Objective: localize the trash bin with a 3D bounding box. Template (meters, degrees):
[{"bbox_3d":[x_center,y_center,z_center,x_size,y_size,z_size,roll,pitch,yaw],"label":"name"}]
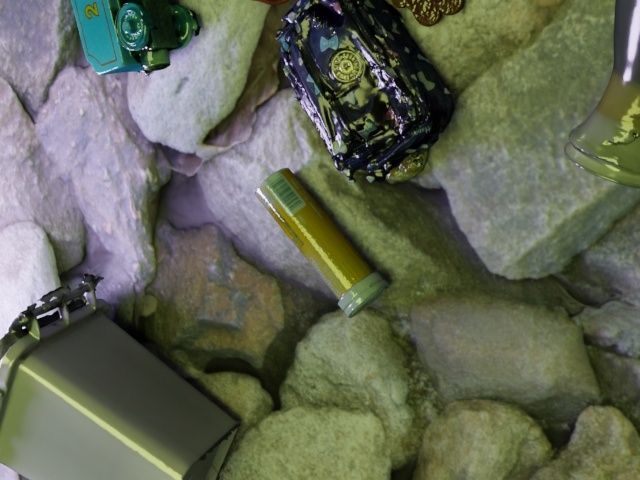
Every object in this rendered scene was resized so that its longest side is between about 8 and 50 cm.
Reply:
[{"bbox_3d":[-0.327,0.269,1.353,0.367,0.256,0.296,30,114,14],"label":"trash bin"}]

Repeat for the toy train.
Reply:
[{"bbox_3d":[-0.275,-0.337,1.241,0.163,0.112,0.203,-8,96,37],"label":"toy train"}]

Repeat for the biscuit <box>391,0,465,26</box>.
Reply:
[{"bbox_3d":[0.118,-0.349,1.056,0.124,0.026,0.175,-21,91,34],"label":"biscuit"}]

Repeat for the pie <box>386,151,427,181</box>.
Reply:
[{"bbox_3d":[0.100,-0.116,1.129,0.085,0.017,0.085,8,106,30],"label":"pie"}]

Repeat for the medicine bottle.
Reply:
[{"bbox_3d":[0.000,0.000,1.187,0.218,0.074,0.074,51,121,12],"label":"medicine bottle"}]

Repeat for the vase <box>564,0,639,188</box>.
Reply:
[{"bbox_3d":[0.356,-0.219,0.874,0.173,0.173,0.321,28,119,22],"label":"vase"}]

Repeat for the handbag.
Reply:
[{"bbox_3d":[0.044,-0.204,1.084,0.162,0.113,0.260,-36,77,36],"label":"handbag"}]

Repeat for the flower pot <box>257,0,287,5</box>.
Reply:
[{"bbox_3d":[-0.110,-0.405,1.098,0.173,0.190,0.191,21,113,37],"label":"flower pot"}]
